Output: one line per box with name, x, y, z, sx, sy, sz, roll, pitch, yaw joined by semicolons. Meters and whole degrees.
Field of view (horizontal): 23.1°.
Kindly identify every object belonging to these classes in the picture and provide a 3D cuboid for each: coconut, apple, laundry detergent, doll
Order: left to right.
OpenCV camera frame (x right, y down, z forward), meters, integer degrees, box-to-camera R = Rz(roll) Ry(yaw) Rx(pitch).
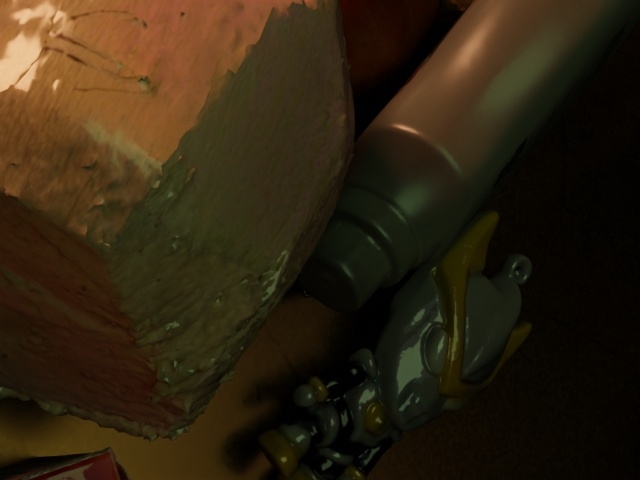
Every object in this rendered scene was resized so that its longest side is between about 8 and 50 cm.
coconut;-0.160;-0.097;1.118;0.404;0.404;0.405;4;81;-27
apple;-0.006;-0.217;1.318;0.230;0.230;0.230;4;81;-27
doll;0.077;0.107;1.373;0.316;0.103;0.145;-38;104;-21
laundry detergent;0.113;-0.087;1.317;0.124;0.264;0.398;38;60;3

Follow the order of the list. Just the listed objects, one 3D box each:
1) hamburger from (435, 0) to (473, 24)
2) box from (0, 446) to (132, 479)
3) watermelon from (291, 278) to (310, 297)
hamburger;0.103;-0.279;1.452;0.138;0.083;0.147;24;74;-27
box;-0.196;0.228;1.165;0.099;0.182;0.133;-19;88;-29
watermelon;0.000;0.000;1.360;0.078;0.078;0.111;32;68;-20
